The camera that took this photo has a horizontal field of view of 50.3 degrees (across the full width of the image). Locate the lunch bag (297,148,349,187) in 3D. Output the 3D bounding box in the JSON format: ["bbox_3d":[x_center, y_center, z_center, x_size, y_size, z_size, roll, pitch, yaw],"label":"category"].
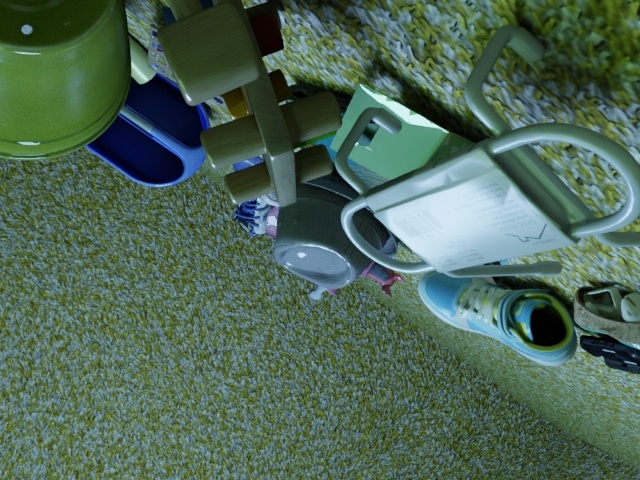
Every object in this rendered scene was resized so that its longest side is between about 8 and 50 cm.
[{"bbox_3d":[0.006,-0.106,1.342,0.129,0.096,0.151,38,-158,-27],"label":"lunch bag"}]

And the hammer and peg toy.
[{"bbox_3d":[-0.074,-0.186,0.645,0.361,0.127,0.265,98,152,-82],"label":"hammer and peg toy"}]

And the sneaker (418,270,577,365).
[{"bbox_3d":[0.323,0.117,1.254,0.319,0.127,0.208,22,171,19],"label":"sneaker"}]

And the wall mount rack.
[{"bbox_3d":[0.188,-0.032,0.640,0.304,0.130,0.350,40,155,-17],"label":"wall mount rack"}]

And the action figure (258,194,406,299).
[{"bbox_3d":[0.055,-0.009,1.616,0.370,0.248,0.275,33,146,22],"label":"action figure"}]

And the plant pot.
[{"bbox_3d":[-0.445,-0.334,1.012,0.366,0.366,0.353,36,162,-16],"label":"plant pot"}]

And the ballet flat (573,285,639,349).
[{"bbox_3d":[0.411,0.100,0.924,0.206,0.073,0.067,-170,62,-71],"label":"ballet flat"}]

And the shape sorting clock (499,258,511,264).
[{"bbox_3d":[0.222,-0.016,1.136,0.206,0.040,0.206,34,174,4],"label":"shape sorting clock"}]

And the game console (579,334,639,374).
[{"bbox_3d":[0.521,0.182,1.080,0.213,0.044,0.361,37,173,-3],"label":"game console"}]

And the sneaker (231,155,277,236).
[{"bbox_3d":[-0.153,-0.110,1.694,0.127,0.182,0.315,29,172,30],"label":"sneaker"}]

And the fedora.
[{"bbox_3d":[0.000,0.000,1.182,0.244,0.124,0.275,42,156,-31],"label":"fedora"}]

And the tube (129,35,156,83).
[{"bbox_3d":[-0.437,-0.425,1.400,0.070,0.062,0.240,-19,135,28],"label":"tube"}]

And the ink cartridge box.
[{"bbox_3d":[0.123,-0.078,0.830,0.235,0.056,0.171,26,157,-2],"label":"ink cartridge box"}]

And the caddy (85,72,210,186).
[{"bbox_3d":[-0.413,-0.272,1.591,0.341,0.241,0.179,34,180,-2],"label":"caddy"}]

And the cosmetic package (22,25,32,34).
[{"bbox_3d":[-0.676,-0.509,1.414,0.151,0.183,0.151,35,173,-7],"label":"cosmetic package"}]

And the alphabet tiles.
[{"bbox_3d":[-0.191,-0.288,1.123,0.198,0.009,0.237,28,164,-9],"label":"alphabet tiles"}]

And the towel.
[{"bbox_3d":[0.116,-0.082,1.034,0.271,0.040,0.370,28,165,47],"label":"towel"}]
